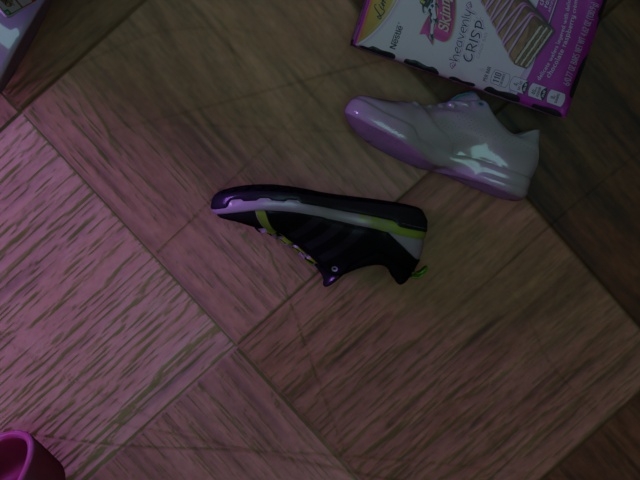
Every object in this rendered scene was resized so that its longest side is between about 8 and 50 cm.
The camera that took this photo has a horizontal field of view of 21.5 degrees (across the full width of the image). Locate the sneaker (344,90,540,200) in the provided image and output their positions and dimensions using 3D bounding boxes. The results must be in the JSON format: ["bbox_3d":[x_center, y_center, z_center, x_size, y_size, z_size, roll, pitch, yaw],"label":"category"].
[{"bbox_3d":[0.129,-0.120,1.755,0.212,0.080,0.094,22,82,-13],"label":"sneaker"}]

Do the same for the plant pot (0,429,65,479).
[{"bbox_3d":[-0.307,0.326,1.713,0.201,0.201,0.180,-41,112,1],"label":"plant pot"}]

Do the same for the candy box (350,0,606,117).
[{"bbox_3d":[0.166,-0.237,1.739,0.233,0.071,0.159,18,95,-5],"label":"candy box"}]

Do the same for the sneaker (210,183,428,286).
[{"bbox_3d":[0.000,0.000,1.745,0.234,0.084,0.097,8,96,-5],"label":"sneaker"}]

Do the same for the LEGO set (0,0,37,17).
[{"bbox_3d":[-0.336,-0.325,1.619,0.244,0.182,0.060,48,131,-3],"label":"LEGO set"}]

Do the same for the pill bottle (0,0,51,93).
[{"bbox_3d":[-0.413,-0.260,1.652,0.278,0.162,0.162,29,93,-7],"label":"pill bottle"}]
